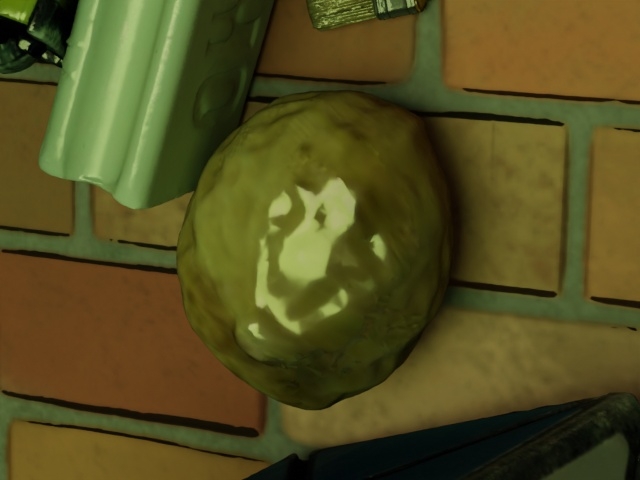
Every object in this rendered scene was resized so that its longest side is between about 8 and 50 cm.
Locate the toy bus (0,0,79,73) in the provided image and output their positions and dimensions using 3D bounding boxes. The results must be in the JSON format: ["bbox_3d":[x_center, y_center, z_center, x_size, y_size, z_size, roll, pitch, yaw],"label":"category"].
[{"bbox_3d":[-0.224,-0.190,0.962,0.262,0.128,0.150,21,87,8],"label":"toy bus"}]

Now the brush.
[{"bbox_3d":[0.068,-0.139,0.936,0.170,0.014,0.043,-8,95,25],"label":"brush"}]

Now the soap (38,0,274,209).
[{"bbox_3d":[-0.069,-0.125,0.941,0.066,0.119,0.198,21,108,14],"label":"soap"}]

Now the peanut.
[{"bbox_3d":[0.000,0.000,0.943,0.140,0.109,0.159,37,101,3],"label":"peanut"}]

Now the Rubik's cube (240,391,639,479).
[{"bbox_3d":[0.031,0.239,0.857,0.260,0.259,0.255,-18,94,48],"label":"Rubik's cube"}]
